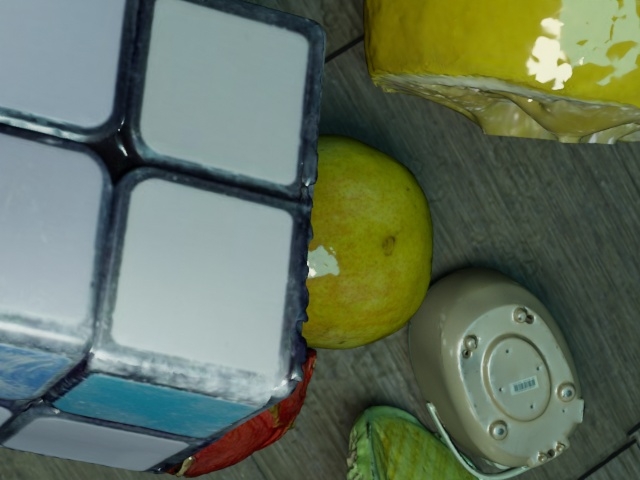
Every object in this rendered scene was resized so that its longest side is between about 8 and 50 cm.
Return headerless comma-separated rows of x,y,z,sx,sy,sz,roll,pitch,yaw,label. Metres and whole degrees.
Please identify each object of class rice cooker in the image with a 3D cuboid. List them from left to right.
0.167,0.126,1.636,0.145,0.127,0.206,-27,98,-12,rice cooker

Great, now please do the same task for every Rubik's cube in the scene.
-0.201,-0.015,1.337,0.313,0.318,0.316,13,66,-21,Rubik's cube

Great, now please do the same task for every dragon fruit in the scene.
-0.065,0.158,1.568,0.161,0.120,0.127,-4,106,-23,dragon fruit

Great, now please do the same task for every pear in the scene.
0.000,0.000,1.522,0.200,0.200,0.200,-3,100,-18,pear

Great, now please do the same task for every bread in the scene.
0.124,0.281,1.576,0.045,0.301,0.301,-39,111,19,bread

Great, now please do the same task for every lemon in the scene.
0.211,-0.254,1.473,0.364,0.364,0.364,-3,100,-18,lemon
